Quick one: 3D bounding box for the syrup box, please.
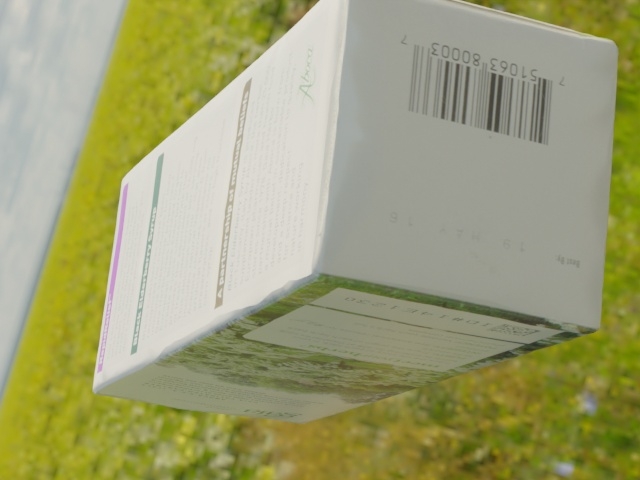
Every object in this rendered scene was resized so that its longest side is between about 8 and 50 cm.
[{"bbox_3d":[0.000,0.000,0.589,0.237,0.093,0.096,152,127,-65],"label":"syrup box"}]
